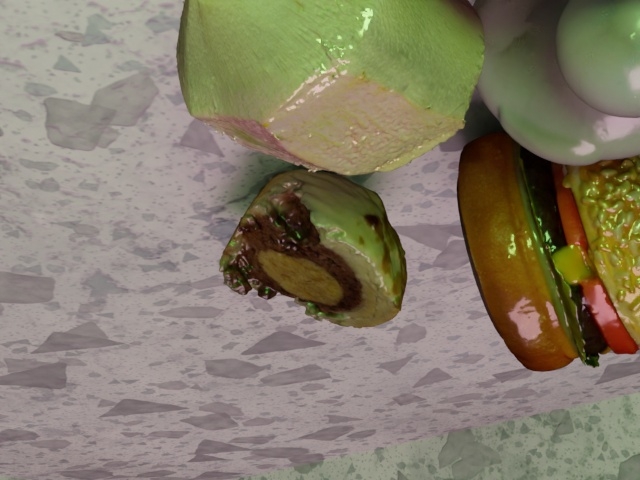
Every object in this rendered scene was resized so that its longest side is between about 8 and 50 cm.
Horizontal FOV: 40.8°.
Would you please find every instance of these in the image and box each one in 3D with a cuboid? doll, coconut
[{"bbox_3d":[0.248,-0.174,0.767,0.251,0.221,0.221,21,163,22],"label":"doll"},{"bbox_3d":[-0.007,-0.170,0.739,0.245,0.233,0.233,19,145,-41],"label":"coconut"}]

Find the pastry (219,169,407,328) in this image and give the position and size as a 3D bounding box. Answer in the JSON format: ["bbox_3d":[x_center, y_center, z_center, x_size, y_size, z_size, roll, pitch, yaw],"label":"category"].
[{"bbox_3d":[0.008,0.000,1.152,0.237,0.170,0.256,26,148,-8],"label":"pastry"}]

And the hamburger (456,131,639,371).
[{"bbox_3d":[0.319,-0.008,1.042,0.250,0.329,0.330,-17,152,19],"label":"hamburger"}]
